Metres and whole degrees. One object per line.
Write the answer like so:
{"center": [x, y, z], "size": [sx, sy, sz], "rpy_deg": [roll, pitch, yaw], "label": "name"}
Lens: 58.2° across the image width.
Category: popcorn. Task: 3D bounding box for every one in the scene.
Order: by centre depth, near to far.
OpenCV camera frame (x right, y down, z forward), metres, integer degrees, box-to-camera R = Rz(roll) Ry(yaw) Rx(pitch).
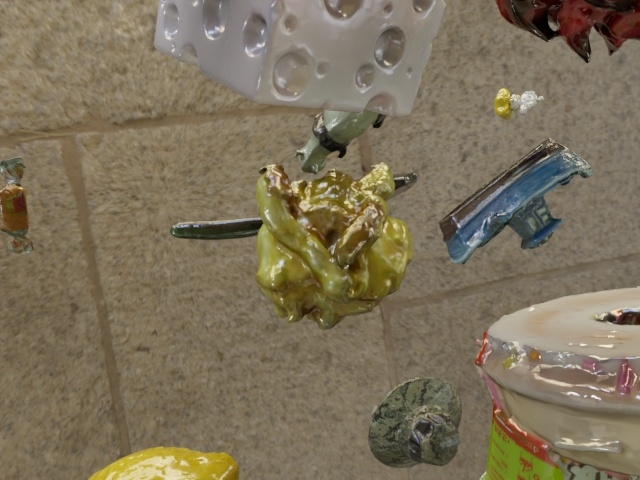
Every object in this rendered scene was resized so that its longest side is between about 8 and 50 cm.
{"center": [0.006, 0.003, 1.056], "size": [0.321, 0.326, 0.289], "rpy_deg": [-13, 114, -49], "label": "popcorn"}

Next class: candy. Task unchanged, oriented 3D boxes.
{"center": [-0.564, -0.063, 1.059], "size": [0.053, 0.046, 0.181], "rpy_deg": [-5, 104, -30], "label": "candy"}

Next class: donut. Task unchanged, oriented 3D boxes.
{"center": [0.372, 0.148, 0.651], "size": [0.383, 0.383, 0.142], "rpy_deg": [-10, 92, -14], "label": "donut"}

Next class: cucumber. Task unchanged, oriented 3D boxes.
{"center": [-0.243, -0.029, 1.464], "size": [0.285, 0.056, 0.056], "rpy_deg": [-4, 96, 0], "label": "cucumber"}

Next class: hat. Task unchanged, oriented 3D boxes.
{"center": [0.259, 0.468, 1.386], "size": [0.266, 0.128, 0.265], "rpy_deg": [-6, 106, -21], "label": "hat"}

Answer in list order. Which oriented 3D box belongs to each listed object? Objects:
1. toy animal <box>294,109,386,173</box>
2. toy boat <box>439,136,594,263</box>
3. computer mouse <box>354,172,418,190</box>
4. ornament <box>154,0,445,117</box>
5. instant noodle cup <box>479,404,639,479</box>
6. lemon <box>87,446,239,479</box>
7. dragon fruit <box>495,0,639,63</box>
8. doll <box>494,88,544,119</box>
{"center": [0.039, -0.203, 1.008], "size": [0.225, 0.121, 0.094], "rpy_deg": [-38, 97, 26], "label": "toy animal"}
{"center": [0.154, -0.026, 0.440], "size": [0.137, 0.060, 0.060], "rpy_deg": [-37, 88, -16], "label": "toy boat"}
{"center": [0.068, -0.092, 1.252], "size": [0.296, 0.168, 0.087], "rpy_deg": [-27, 86, 10], "label": "computer mouse"}
{"center": [-0.019, -0.298, 0.666], "size": [0.240, 0.239, 0.239], "rpy_deg": [-6, 122, -41], "label": "ornament"}
{"center": [0.407, 0.325, 0.936], "size": [0.294, 0.294, 0.307], "rpy_deg": [-8, 107, -14], "label": "instant noodle cup"}
{"center": [-0.165, 0.315, 0.540], "size": [0.204, 0.204, 0.260], "rpy_deg": [34, 79, -15], "label": "lemon"}
{"center": [0.198, -0.258, 0.358], "size": [0.234, 0.234, 0.292], "rpy_deg": [-23, 87, -12], "label": "dragon fruit"}
{"center": [0.485, -0.331, 1.405], "size": [0.113, 0.135, 0.071], "rpy_deg": [-12, 116, 8], "label": "doll"}
